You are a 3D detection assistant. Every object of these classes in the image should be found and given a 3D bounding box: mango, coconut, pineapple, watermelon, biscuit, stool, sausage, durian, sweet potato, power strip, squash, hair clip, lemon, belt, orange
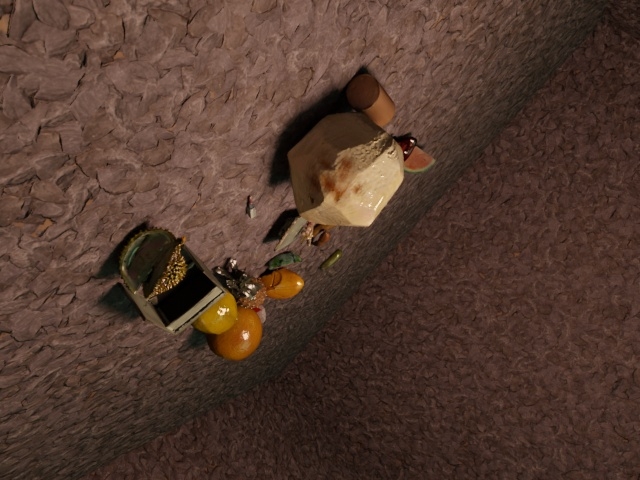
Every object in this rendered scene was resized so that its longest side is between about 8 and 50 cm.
[{"bbox_3d":[-0.196,0.214,2.148,0.252,0.153,0.126,-6,-176,23],"label":"mango"},{"bbox_3d":[0.077,-0.225,1.498,0.415,0.415,0.345,-46,139,8],"label":"coconut"},{"bbox_3d":[-0.340,0.200,1.892,0.166,0.165,0.364,-40,161,-9],"label":"pineapple"},{"bbox_3d":[-0.191,0.108,2.146,0.187,0.071,0.139,-12,166,-31],"label":"watermelon"},{"bbox_3d":[0.367,-0.439,2.087,0.235,0.063,0.151,-17,147,-46],"label":"biscuit"},{"bbox_3d":[-0.500,0.170,1.509,0.244,0.170,0.269,-41,160,-11],"label":"stool"},{"bbox_3d":[0.189,-0.491,1.552,0.123,0.123,0.253,-49,162,15],"label":"sausage"},{"bbox_3d":[-0.483,0.052,1.313,0.237,0.193,0.138,-31,-177,13],"label":"durian"},{"bbox_3d":[0.000,0.000,2.211,0.050,0.050,0.214,-33,176,-28],"label":"sweet potato"},{"bbox_3d":[-0.134,-0.057,1.903,0.198,0.065,0.213,-53,172,24],"label":"power strip"},{"bbox_3d":[0.509,-0.403,2.313,0.231,0.146,0.128,-39,161,-18],"label":"watermelon"},{"bbox_3d":[0.070,-0.128,2.148,0.346,0.079,0.108,-46,148,23],"label":"sweet potato"},{"bbox_3d":[0.064,0.125,2.693,0.183,0.052,0.052,-41,161,2],"label":"squash"},{"bbox_3d":[-0.045,-0.072,1.990,0.062,0.056,0.213,-23,-137,59],"label":"hair clip"},{"bbox_3d":[-0.450,0.288,1.800,0.204,0.204,0.260,-41,144,-8],"label":"lemon"},{"bbox_3d":[-0.378,0.420,2.321,0.124,0.128,0.201,-18,152,-52],"label":"belt"},{"bbox_3d":[-0.416,0.442,2.100,0.274,0.274,0.274,-37,160,-16],"label":"orange"}]

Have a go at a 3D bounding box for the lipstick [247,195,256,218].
[{"bbox_3d":[-0.255,-0.126,1.588,0.025,0.025,0.107,-34,152,-25],"label":"lipstick"}]
